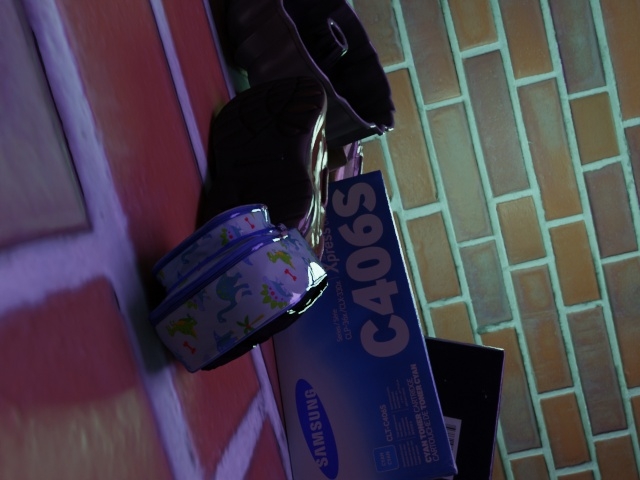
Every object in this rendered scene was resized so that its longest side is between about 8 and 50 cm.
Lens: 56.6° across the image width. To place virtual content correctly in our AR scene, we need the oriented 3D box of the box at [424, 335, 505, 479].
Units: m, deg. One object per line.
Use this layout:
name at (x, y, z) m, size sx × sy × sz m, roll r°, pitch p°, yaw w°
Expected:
box at (0.219, 0.387, 1.066) m, size 0.312 × 0.179 × 0.343 m, roll 65°, pitch 36°, yaw -60°

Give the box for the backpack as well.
backpack at (-0.057, 0.030, 0.384) m, size 0.084 × 0.105 × 0.114 m, roll 53°, pitch 9°, yaw -1°

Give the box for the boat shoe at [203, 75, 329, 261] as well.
boat shoe at (-0.048, -0.060, 0.622) m, size 0.324 × 0.122 × 0.120 m, roll -84°, pitch 165°, yaw -48°

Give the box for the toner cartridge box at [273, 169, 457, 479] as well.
toner cartridge box at (0.032, 0.100, 0.681) m, size 0.075 × 0.165 × 0.348 m, roll 58°, pitch 18°, yaw -64°

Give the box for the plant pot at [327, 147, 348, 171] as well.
plant pot at (-0.025, -0.186, 1.085) m, size 0.096 × 0.109 × 0.109 m, roll -114°, pitch -178°, yaw -46°

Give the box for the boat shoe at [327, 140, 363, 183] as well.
boat shoe at (0.037, -0.141, 1.165) m, size 0.092 × 0.103 × 0.285 m, roll 26°, pitch 65°, yaw -45°

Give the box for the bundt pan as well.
bundt pan at (-0.021, -0.282, 0.904) m, size 0.331 × 0.124 × 0.331 m, roll 40°, pitch 35°, yaw -37°
